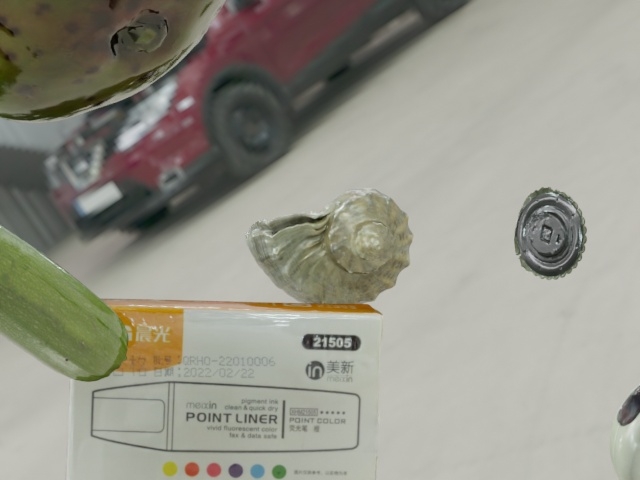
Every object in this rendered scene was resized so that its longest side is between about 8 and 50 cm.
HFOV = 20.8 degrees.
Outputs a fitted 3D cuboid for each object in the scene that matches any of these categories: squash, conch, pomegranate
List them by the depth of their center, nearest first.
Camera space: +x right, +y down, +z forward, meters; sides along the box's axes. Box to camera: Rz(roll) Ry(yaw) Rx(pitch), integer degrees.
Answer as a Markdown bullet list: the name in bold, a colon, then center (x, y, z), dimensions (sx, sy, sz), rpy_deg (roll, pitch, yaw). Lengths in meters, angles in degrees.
- **pomegranate**: center (-0.175, -0.215, 1.016), dimensions (0.231, 0.286, 0.231), rpy_deg (-36, 0, 0)
- **squash**: center (-0.233, 0.033, 1.307), dimensions (0.069, 0.239, 0.069), rpy_deg (-30, 38, 27)
- **conch**: center (0.000, 0.000, 1.745), dimensions (0.207, 0.155, 0.130), rpy_deg (9, 72, 63)

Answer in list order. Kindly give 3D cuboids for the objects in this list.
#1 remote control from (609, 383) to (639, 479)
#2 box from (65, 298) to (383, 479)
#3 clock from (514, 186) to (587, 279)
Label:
- **remote control**: center (0.224, 0.152, 0.859), dimensions (0.078, 0.221, 0.042), rpy_deg (-39, 19, 4)
- **box**: center (-0.085, 0.160, 1.501), dimensions (0.274, 0.220, 0.091), rpy_deg (0, 3, -4)
- **clock**: center (0.188, -0.005, 1.425), dimensions (0.010, 0.074, 0.083), rpy_deg (6, 13, -36)
